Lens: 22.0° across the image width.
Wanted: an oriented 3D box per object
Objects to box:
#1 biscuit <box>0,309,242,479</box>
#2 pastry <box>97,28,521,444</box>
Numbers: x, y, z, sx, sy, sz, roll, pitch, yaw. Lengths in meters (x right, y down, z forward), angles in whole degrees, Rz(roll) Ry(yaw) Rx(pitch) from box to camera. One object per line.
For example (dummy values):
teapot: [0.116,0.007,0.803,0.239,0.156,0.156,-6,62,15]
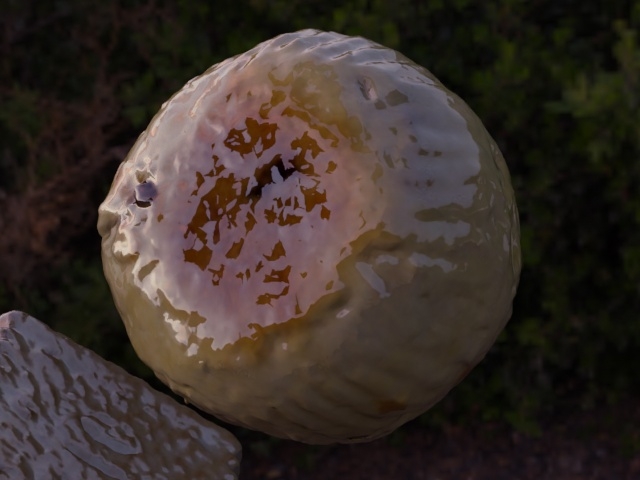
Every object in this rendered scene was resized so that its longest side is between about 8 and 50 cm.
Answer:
biscuit: [-0.158,0.171,1.092,0.217,0.044,0.325,33,20,-12]
pastry: [0.000,0.000,1.506,0.388,0.388,0.312,13,-3,32]
